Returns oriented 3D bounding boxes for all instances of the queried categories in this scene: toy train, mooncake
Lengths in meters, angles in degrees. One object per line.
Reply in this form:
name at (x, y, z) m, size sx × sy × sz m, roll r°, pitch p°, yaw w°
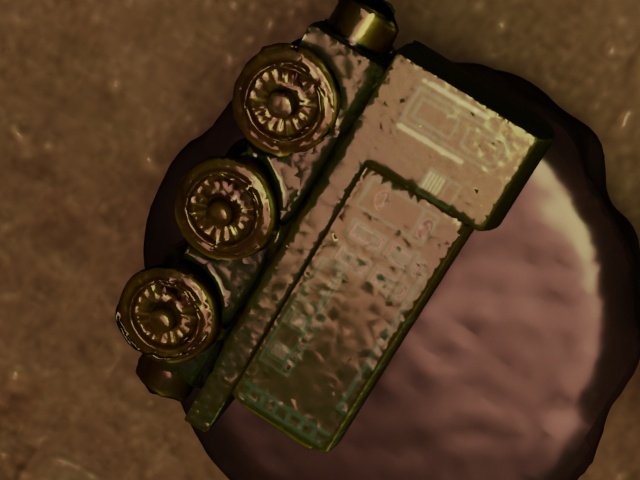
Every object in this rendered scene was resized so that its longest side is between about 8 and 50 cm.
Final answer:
toy train at (0.000, 0.000, 0.568) m, size 0.137 × 0.090 × 0.225 m, roll 31°, pitch 108°, yaw 3°
mooncake at (0.044, 0.027, 0.679) m, size 0.283 × 0.141 × 0.283 m, roll 3°, pitch 102°, yaw 12°
